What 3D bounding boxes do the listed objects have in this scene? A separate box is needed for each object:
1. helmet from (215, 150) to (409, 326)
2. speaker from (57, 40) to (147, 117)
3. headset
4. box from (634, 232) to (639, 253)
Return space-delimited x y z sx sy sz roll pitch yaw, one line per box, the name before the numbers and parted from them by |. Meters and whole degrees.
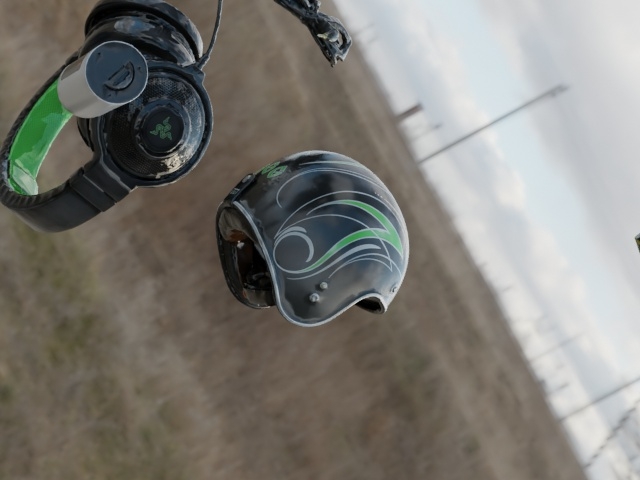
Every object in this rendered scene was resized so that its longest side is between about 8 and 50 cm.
helmet | 0.000 0.000 1.393 0.169 0.162 0.169 47 -32 42
speaker | -0.192 -0.139 1.313 0.055 0.055 0.136 61 -17 -10
headset | -0.166 -0.146 1.572 0.185 0.394 0.243 42 21 -34
box | 0.316 -0.023 1.109 0.054 0.169 0.059 43 -12 45
